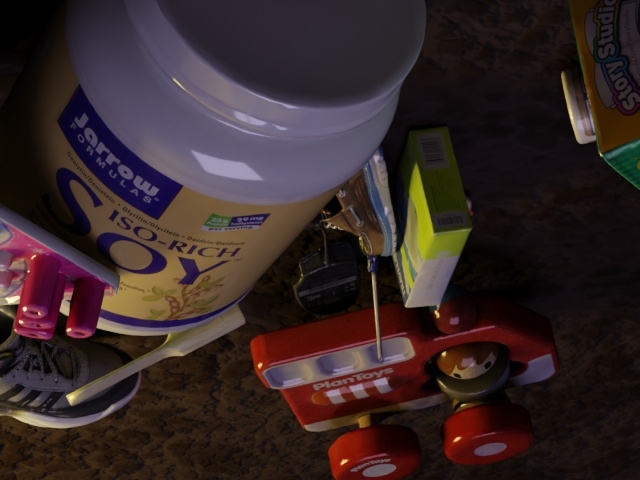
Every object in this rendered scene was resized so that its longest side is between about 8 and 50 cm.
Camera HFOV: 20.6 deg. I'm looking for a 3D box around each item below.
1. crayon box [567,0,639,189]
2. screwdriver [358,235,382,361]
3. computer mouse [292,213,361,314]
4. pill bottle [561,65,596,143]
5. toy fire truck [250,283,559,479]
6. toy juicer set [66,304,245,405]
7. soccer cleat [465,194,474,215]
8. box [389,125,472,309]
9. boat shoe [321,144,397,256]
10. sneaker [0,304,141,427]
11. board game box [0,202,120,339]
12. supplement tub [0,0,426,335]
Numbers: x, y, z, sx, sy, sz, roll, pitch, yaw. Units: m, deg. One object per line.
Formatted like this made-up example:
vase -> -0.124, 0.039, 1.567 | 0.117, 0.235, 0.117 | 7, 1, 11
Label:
crayon box -> 0.242, -0.186, 1.121 | 0.165, 0.278, 0.081 | -22, 150, 27
screwdriver -> 0.050, 0.042, 1.721 | 0.025, 0.170, 0.024 | 16, -149, 31
computer mouse -> 0.000, 0.000, 1.723 | 0.071, 0.041, 0.242 | -15, 148, -5
pill bottle -> 0.270, -0.127, 1.493 | 0.120, 0.067, 0.067 | -13, 154, 11
toy fire truck -> 0.097, 0.131, 1.857 | 0.302, 0.169, 0.254 | -13, 154, 7
toy juicer set -> -0.130, 0.008, 1.616 | 0.209, 0.089, 0.329 | -16, 147, -29
soccer cleat -> 0.115, -0.021, 1.715 | 0.035, 0.029, 0.083 | 21, 140, -31
box -> 0.096, -0.015, 1.625 | 0.042, 0.109, 0.178 | -7, 154, -11
boat shoe -> 0.029, -0.043, 1.600 | 0.066, 0.066, 0.183 | -14, 144, 0
sneaker -> -0.300, 0.120, 1.796 | 0.268, 0.101, 0.153 | 6, 154, -21
board game box -> -0.402, -0.012, 1.196 | 0.390, 0.050, 0.390 | -6, 152, 36
supplement tub -> -0.089, -0.098, 1.254 | 0.241, 0.241, 0.331 | 5, 151, -25
